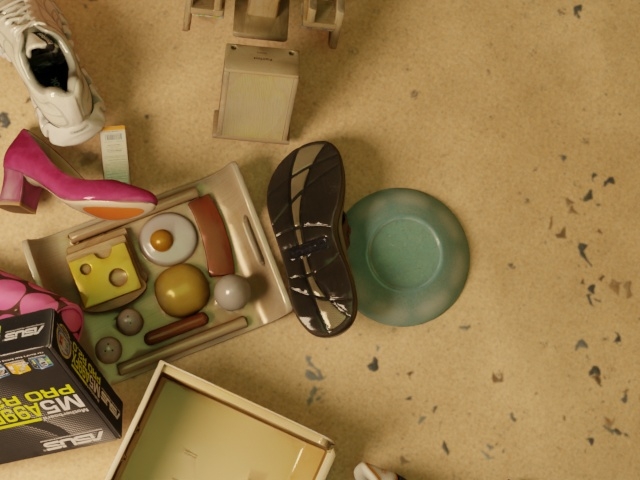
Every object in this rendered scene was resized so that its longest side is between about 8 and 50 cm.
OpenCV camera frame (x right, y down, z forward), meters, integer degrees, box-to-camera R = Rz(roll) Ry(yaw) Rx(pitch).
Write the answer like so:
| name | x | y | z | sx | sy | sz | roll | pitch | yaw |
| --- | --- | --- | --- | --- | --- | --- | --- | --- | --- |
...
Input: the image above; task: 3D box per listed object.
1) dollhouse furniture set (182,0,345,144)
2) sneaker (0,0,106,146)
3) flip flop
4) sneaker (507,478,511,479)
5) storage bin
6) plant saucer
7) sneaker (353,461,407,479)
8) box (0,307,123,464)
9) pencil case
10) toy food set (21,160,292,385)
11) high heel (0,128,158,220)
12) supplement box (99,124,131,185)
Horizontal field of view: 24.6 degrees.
| name | x | y | z | sx | sy | sz | roll | pitch | yaw |
| --- | --- | --- | --- | --- | --- | --- | --- | --- | --- |
| dollhouse furniture set | -0.083 | -0.277 | 2.003 | 0.212 | 0.161 | 0.242 | 5 | 59 | -6 |
| sneaker | -0.378 | -0.266 | 1.937 | 0.110 | 0.118 | 0.292 | -32 | 69 | -9 |
| flip flop | 0.000 | 0.000 | 1.973 | 0.112 | 0.080 | 0.277 | -15 | 71 | 14 |
| sneaker | 0.272 | 0.359 | 1.968 | 0.170 | 0.051 | 0.089 | -18 | 89 | -5 |
| storage bin | -0.145 | 0.331 | 1.890 | 0.260 | 0.123 | 0.262 | 25 | 79 | -2 |
| plant saucer | 0.113 | 0.020 | 2.008 | 0.195 | 0.037 | 0.195 | 1 | 82 | -5 |
| sneaker | 0.015 | 0.435 | 1.893 | 0.127 | 0.126 | 0.321 | 37 | 68 | -6 |
| box | -0.407 | 0.192 | 1.801 | 0.270 | 0.216 | 0.060 | -12 | 48 | 10 |
| pencil case | -0.410 | 0.093 | 1.881 | 0.209 | 0.095 | 0.098 | 23 | 116 | 25 |
| toy food set | -0.216 | 0.049 | 1.938 | 0.306 | 0.092 | 0.220 | -21 | 85 | -9 |
| high heel | -0.311 | -0.090 | 1.916 | 0.244 | 0.082 | 0.117 | 1 | 72 | 31 |
| supplement box | -0.275 | -0.100 | 1.969 | 0.036 | 0.062 | 0.098 | -5 | 83 | -9 |
